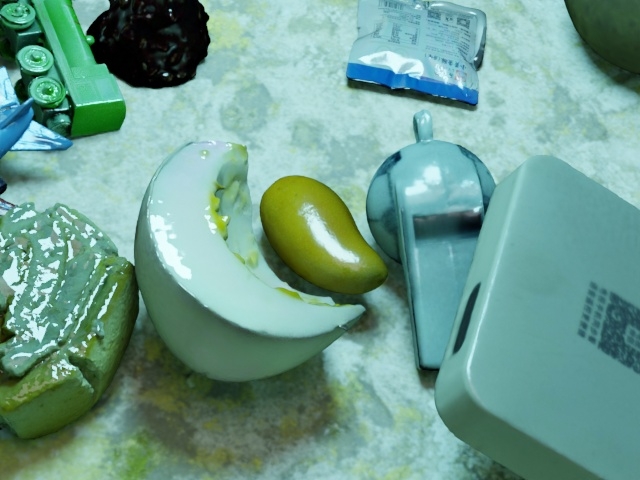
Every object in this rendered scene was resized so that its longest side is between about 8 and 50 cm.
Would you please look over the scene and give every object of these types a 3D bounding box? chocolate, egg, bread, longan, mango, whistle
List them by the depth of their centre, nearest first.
[{"bbox_3d":[-0.293,0.090,1.741,0.186,0.124,0.257,12,54,0],"label":"bread"},{"bbox_3d":[-0.107,0.051,1.769,0.271,0.162,0.206,46,45,14],"label":"egg"},{"bbox_3d":[0.000,0.000,1.874,0.102,0.085,0.184,-23,55,-27],"label":"mango"},{"bbox_3d":[0.130,-0.004,1.884,0.163,0.163,0.290,-7,91,-14],"label":"whistle"},{"bbox_3d":[-0.200,-0.282,2.033,0.156,0.133,0.156,6,51,-7],"label":"chocolate"},{"bbox_3d":[0.425,-0.314,2.108,0.246,0.246,0.215,37,70,18],"label":"longan"}]

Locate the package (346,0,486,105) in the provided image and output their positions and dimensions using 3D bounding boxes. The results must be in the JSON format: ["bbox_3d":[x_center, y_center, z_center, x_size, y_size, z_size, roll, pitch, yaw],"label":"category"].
[{"bbox_3d":[0.124,-0.249,2.124,0.171,0.027,0.173,13,53,-3],"label":"package"}]

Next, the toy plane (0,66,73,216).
[{"bbox_3d":[-0.412,-0.076,1.849,0.271,0.105,0.254,-42,89,-23],"label":"toy plane"}]

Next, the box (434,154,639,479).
[{"bbox_3d":[0.316,0.128,1.764,0.373,0.090,0.367,32,49,-12],"label":"box"}]

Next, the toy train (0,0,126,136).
[{"bbox_3d":[-0.323,-0.227,2.007,0.119,0.085,0.251,-10,57,-23],"label":"toy train"}]
